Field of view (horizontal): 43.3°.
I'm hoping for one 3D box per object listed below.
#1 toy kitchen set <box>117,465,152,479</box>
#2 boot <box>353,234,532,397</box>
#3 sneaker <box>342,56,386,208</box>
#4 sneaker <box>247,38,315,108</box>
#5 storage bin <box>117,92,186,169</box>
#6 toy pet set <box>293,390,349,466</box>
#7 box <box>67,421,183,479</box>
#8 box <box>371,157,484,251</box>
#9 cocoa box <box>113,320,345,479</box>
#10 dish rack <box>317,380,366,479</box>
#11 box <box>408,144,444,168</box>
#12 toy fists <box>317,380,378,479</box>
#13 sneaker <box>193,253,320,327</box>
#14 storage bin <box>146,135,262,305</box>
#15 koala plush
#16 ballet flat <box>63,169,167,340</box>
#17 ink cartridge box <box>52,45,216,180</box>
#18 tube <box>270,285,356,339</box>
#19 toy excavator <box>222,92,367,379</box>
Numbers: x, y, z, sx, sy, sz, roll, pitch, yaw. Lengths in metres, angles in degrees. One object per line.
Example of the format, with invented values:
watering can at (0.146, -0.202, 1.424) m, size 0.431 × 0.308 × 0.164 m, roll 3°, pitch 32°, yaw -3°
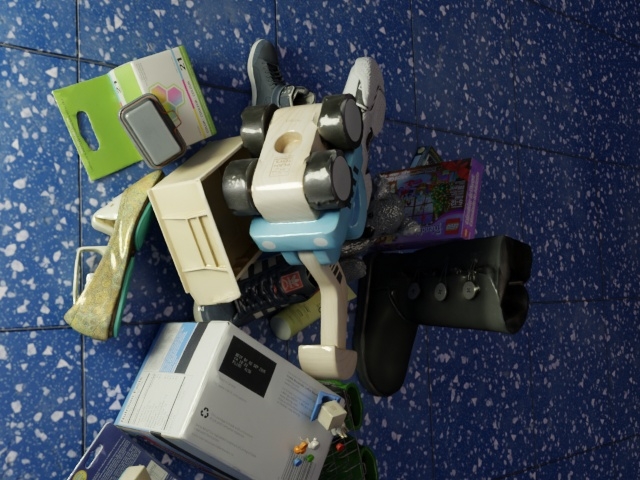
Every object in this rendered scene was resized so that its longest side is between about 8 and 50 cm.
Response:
toy kitchen set at (-0.398, 0.511, 1.405) m, size 0.207 × 0.166 × 0.122 m, roll -55°, pitch 130°, yaw -59°
boot at (0.279, 0.187, 1.857) m, size 0.146 × 0.445 × 0.367 m, roll 1°, pitch 85°, yaw -44°
sneaker at (0.011, -0.214, 1.721) m, size 0.137 × 0.210 × 0.366 m, roll -8°, pitch 108°, yaw -69°
sneaker at (-0.083, -0.347, 1.770) m, size 0.086 × 0.163 × 0.226 m, roll 4°, pitch 81°, yaw -42°
storage bin at (-0.301, -0.200, 1.477) m, size 0.098 × 0.091 × 0.135 m, roll -32°, pitch 105°, yaw -6°
toy pet set at (-0.005, 0.352, 1.533) m, size 0.122 × 0.065 × 0.114 m, roll -6°, pitch 125°, yaw -42°
box at (-0.361, 0.451, 1.497) m, size 0.225 × 0.036 × 0.136 m, roll 51°, pitch 54°, yaw -28°
box at (0.250, -0.082, 1.966) m, size 0.057 × 0.293 × 0.201 m, roll 25°, pitch 68°, yaw -41°
cocoa box at (-0.169, 0.332, 1.561) m, size 0.347 × 0.228 × 0.231 m, roll 40°, pitch 60°, yaw -35°
dish rack at (-0.008, 0.438, 1.729) m, size 0.074 × 0.208 × 0.272 m, roll -17°, pitch 97°, yaw -56°
box at (0.320, -0.123, 2.212) m, size 0.233 × 0.044 × 0.159 m, roll 47°, pitch 56°, yaw -30°
toy fists at (0.036, 0.441, 1.811) m, size 0.096 × 0.142 × 0.279 m, roll -24°, pitch 103°, yaw -60°
sneaker at (-0.105, 0.096, 1.706) m, size 0.350 × 0.148 × 0.131 m, roll -28°, pitch 104°, yaw -42°
storage bin at (-0.187, -0.046, 1.588) m, size 0.262 × 0.123 × 0.260 m, roll -55°, pitch 133°, yaw -56°
koala plush at (0.104, -0.049, 1.851) m, size 0.196 × 0.221 × 0.203 m, roll 52°, pitch 39°, yaw -15°
ballet flat at (-0.381, 0.010, 1.488) m, size 0.123 × 0.123 × 0.349 m, roll 31°, pitch 63°, yaw -37°
ink cartridge box at (-0.349, -0.244, 1.546) m, size 0.255 × 0.097 × 0.189 m, roll -32°, pitch 108°, yaw -42°
tube at (-0.016, 0.144, 1.849) m, size 0.240 × 0.062 × 0.070 m, roll -32°, pitch 121°, yaw -43°
toy excavator at (0.000, 0.000, 1.581) m, size 0.445 × 0.222 × 0.433 m, roll 58°, pitch 36°, yaw -46°
